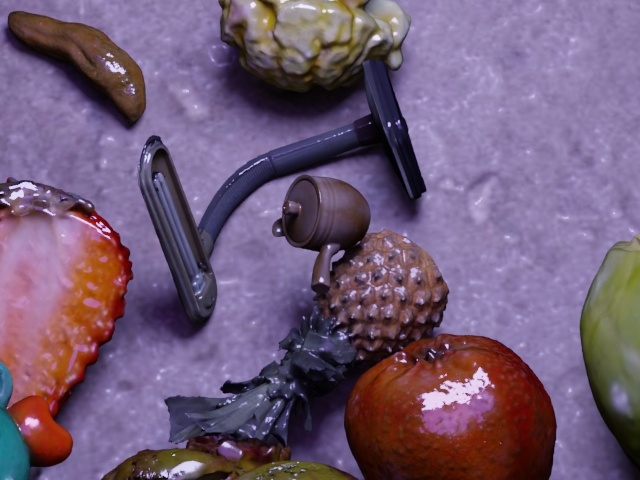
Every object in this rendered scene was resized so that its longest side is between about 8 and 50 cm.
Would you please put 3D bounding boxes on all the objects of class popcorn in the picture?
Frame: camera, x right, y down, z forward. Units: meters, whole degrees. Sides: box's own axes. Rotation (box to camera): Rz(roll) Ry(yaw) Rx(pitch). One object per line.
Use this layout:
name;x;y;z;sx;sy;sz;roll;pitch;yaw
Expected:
popcorn;-0.012;-0.237;1.702;0.167;0.185;0.187;-3;93;23

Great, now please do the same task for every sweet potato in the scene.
sweet potato;-0.237;-0.188;1.753;0.182;0.054;0.053;34;61;18

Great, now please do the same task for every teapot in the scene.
teapot;0.000;0.000;1.564;0.080;0.085;0.110;8;61;-31

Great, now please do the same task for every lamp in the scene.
lamp;-0.043;-0.079;1.626;0.283;0.203;0.124;-29;49;-8

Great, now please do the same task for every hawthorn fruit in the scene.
hawthorn fruit;0.116;0.182;1.517;0.179;0.200;0.179;-11;21;4

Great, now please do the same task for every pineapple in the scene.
pineapple;-0.015;0.106;1.578;0.277;0.119;0.130;-42;57;-20

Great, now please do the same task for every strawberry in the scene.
strawberry;-0.275;0.064;1.618;0.190;0.111;0.236;11;89;-5

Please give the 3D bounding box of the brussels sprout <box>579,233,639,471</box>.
brussels sprout;0.391;0.088;1.496;0.344;0.268;0.344;2;58;-3

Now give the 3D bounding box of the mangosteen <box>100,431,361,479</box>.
mangosteen;-0.075;0.352;1.327;0.381;0.381;0.421;-31;58;-12

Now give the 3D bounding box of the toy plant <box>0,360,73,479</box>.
toy plant;-0.369;0.271;1.468;0.279;0.185;0.400;25;72;18
